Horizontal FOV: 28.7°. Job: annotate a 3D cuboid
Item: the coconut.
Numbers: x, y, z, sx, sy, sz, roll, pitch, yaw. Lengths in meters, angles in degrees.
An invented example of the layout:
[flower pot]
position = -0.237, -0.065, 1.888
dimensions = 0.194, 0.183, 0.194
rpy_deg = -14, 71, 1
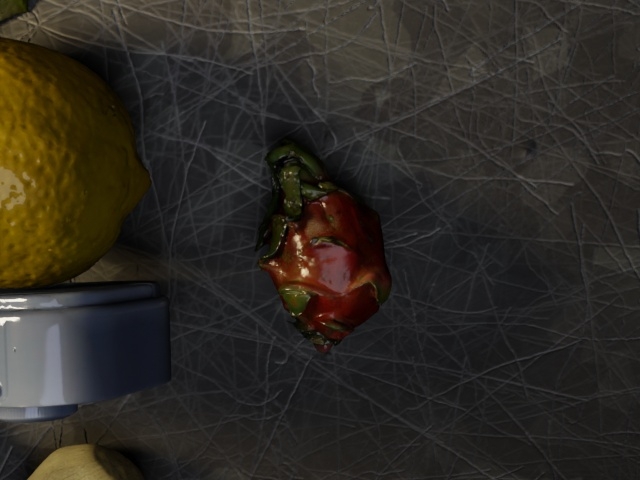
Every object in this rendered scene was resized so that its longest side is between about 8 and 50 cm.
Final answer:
[coconut]
position = -0.355, 0.418, 1.855
dimensions = 0.224, 0.224, 0.224
rpy_deg = -3, 116, -6

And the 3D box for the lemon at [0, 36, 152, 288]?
[lemon]
position = -0.391, -0.094, 1.549
dimensions = 0.336, 0.336, 0.336
rpy_deg = -3, 116, -6

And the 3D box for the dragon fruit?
[dragon fruit]
position = -0.014, 0.011, 1.702
dimensions = 0.269, 0.198, 0.200
rpy_deg = 48, 59, -26

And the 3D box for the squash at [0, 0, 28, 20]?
[squash]
position = -0.505, -0.355, 1.526
dimensions = 0.237, 0.155, 0.204
rpy_deg = -24, 157, -19

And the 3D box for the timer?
[timer]
position = -0.369, 0.145, 1.636
dimensions = 0.395, 0.395, 0.173
rpy_deg = -4, 90, -5
